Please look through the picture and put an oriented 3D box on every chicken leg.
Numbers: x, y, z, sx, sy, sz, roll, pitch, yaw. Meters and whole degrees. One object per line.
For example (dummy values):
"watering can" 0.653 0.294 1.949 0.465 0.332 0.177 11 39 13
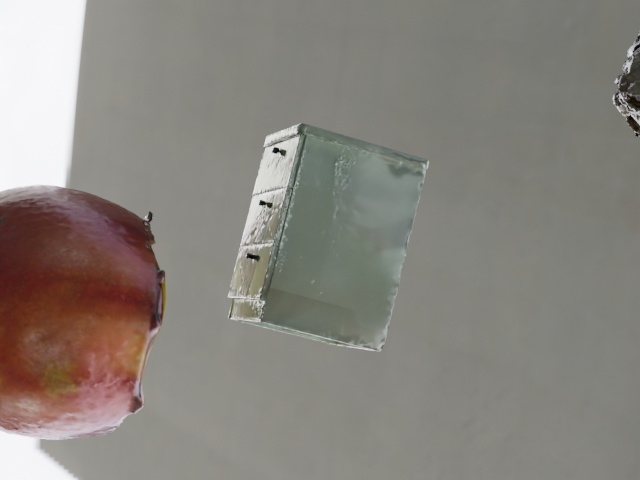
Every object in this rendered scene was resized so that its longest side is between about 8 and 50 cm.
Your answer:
"chicken leg" 0.308 -0.151 1.304 0.196 0.080 0.125 -28 141 -85

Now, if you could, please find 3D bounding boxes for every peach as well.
"peach" -0.266 0.076 1.500 0.338 0.281 0.281 9 -85 36

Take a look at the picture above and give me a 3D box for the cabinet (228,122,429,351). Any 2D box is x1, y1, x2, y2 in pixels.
"cabinet" 0.000 0.000 1.547 0.145 0.150 0.206 174 -69 -73
